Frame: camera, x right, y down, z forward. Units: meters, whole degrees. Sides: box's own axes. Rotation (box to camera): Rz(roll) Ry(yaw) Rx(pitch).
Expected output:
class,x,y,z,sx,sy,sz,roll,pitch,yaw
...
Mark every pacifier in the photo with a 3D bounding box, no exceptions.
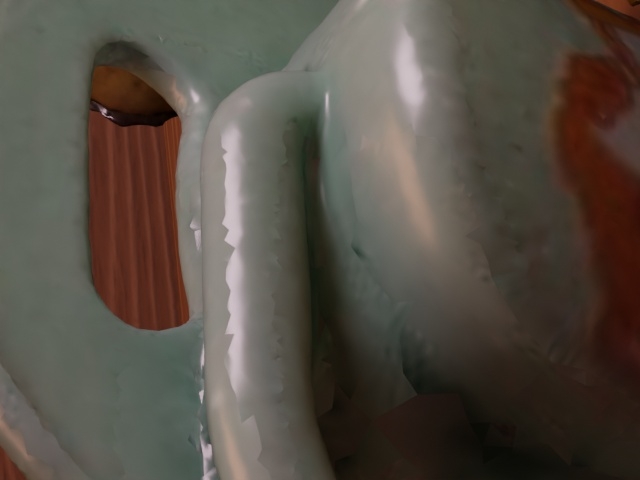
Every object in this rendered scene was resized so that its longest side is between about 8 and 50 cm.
class,x,y,z,sx,sy,sz,roll,pitch,yaw
pacifier,0.027,0.062,0.505,0.269,0.343,0.288,-53,29,39

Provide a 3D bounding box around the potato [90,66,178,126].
class,x,y,z,sx,sy,sz,roll,pitch,yaw
potato,-0.098,-0.267,1.290,0.301,0.288,0.237,-57,-8,-39

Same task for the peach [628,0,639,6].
class,x,y,z,sx,sy,sz,roll,pitch,yaw
peach,0.070,-0.215,0.446,0.306,0.242,0.380,44,177,-29
